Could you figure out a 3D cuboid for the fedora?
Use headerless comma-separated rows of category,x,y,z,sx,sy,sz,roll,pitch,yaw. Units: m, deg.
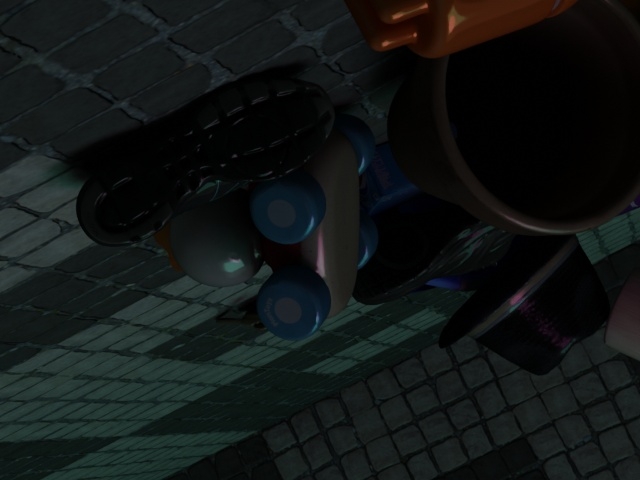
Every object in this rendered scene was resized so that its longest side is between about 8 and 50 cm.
fedora,0.323,0.095,2.010,0.334,0.152,0.334,-43,177,-3

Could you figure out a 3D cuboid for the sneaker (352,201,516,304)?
sneaker,0.168,0.006,1.753,0.286,0.109,0.130,-31,141,13

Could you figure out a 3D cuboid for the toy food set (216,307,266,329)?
toy food set,-0.066,0.127,2.263,0.192,0.038,0.132,-15,-172,-36

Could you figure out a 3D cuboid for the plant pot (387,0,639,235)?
plant pot,0.180,-0.125,1.418,0.263,0.263,0.229,-20,-177,-24

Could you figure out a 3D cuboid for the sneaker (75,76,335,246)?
sneaker,-0.115,-0.085,1.339,0.267,0.101,0.106,-25,-171,-6

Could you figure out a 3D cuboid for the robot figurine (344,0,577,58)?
robot figurine,0.128,-0.224,1.104,0.219,0.128,0.158,-21,124,-18

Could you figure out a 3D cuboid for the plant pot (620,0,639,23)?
plant pot,0.471,-0.193,1.535,0.187,0.212,0.212,15,150,-42

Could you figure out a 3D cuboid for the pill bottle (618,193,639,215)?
pill bottle,0.438,-0.149,1.766,0.323,0.181,0.181,-22,169,17

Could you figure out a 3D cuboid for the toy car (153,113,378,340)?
toy car,-0.081,-0.024,1.483,0.238,0.210,0.219,5,-156,17

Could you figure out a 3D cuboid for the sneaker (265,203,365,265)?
sneaker,0.000,0.000,1.759,0.131,0.111,0.296,-14,169,4

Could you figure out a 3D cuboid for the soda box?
soda box,0.141,-0.101,1.767,0.210,0.067,0.071,-19,166,-24

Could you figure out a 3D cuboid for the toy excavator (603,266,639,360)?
toy excavator,0.597,-0.022,2.105,0.433,0.222,0.445,12,101,-67

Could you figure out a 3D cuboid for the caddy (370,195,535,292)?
caddy,0.183,-0.009,1.972,0.241,0.179,0.341,-36,164,36
